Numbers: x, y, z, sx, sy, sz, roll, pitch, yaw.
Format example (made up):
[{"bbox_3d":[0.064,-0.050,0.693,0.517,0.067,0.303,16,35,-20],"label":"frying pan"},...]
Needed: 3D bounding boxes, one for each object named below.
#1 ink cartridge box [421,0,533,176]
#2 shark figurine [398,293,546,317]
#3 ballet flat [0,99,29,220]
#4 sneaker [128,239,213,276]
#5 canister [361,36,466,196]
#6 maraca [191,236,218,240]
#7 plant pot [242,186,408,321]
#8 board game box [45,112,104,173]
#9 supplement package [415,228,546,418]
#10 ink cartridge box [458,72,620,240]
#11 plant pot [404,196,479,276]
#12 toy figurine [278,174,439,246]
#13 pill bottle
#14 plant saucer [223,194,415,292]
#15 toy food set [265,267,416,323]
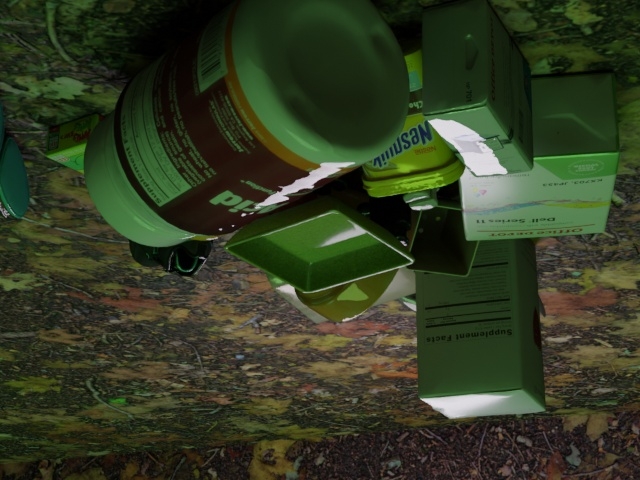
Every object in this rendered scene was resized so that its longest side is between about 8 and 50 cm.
[{"bbox_3d":[0.186,-0.174,1.444,0.082,0.140,0.190,-8,158,25],"label":"ink cartridge box"},{"bbox_3d":[0.298,0.141,2.348,0.278,0.116,0.166,-5,161,19],"label":"shark figurine"},{"bbox_3d":[-0.460,-0.123,1.670,0.096,0.095,0.280,9,150,2],"label":"ballet flat"},{"bbox_3d":[-0.244,0.009,1.995,0.101,0.106,0.267,9,159,-26],"label":"sneaker"},{"bbox_3d":[0.092,-0.148,1.486,0.126,0.073,0.170,-9,115,22],"label":"canister"},{"bbox_3d":[-0.183,-0.052,1.819,0.185,0.127,0.099,-4,128,32],"label":"maraca"},{"bbox_3d":[-0.006,-0.010,1.842,0.188,0.205,0.205,31,146,-28],"label":"plant pot"},{"bbox_3d":[-0.286,-0.116,1.739,0.092,0.043,0.181,-13,156,31],"label":"board game box"},{"bbox_3d":[0.265,0.132,2.056,0.175,0.293,0.177,-8,159,20],"label":"supplement package"},{"bbox_3d":[0.293,-0.092,1.697,0.207,0.119,0.353,-3,160,8],"label":"ink cartridge box"},{"bbox_3d":[0.177,-0.018,1.902,0.109,0.109,0.096,8,-159,-19],"label":"plant pot"},{"bbox_3d":[0.052,-0.096,1.669,0.213,0.148,0.209,7,153,-13],"label":"toy figurine"},{"bbox_3d":[-0.102,-0.133,1.431,0.224,0.224,0.392,14,155,-34],"label":"pill bottle"},{"bbox_3d":[0.000,0.000,1.644,0.188,0.045,0.188,-17,149,33],"label":"plant saucer"},{"bbox_3d":[0.049,0.044,2.145,0.219,0.092,0.306,-18,157,13],"label":"toy food set"}]
